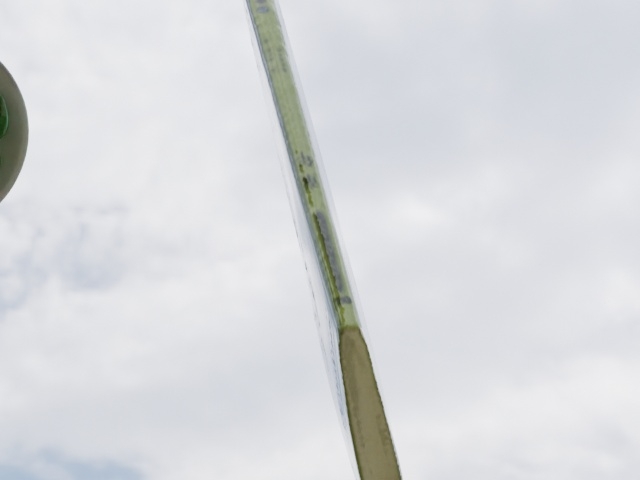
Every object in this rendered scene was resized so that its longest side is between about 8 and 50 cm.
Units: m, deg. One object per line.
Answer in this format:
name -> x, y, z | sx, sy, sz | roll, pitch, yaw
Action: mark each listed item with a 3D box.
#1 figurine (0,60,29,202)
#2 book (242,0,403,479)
figurine -> -0.245, -0.073, 0.934 | 0.132, 0.132, 0.153 | 1, -4, 2
book -> 0.000, 0.000, 1.116 | 0.035, 0.352, 0.239 | -13, -42, 0
